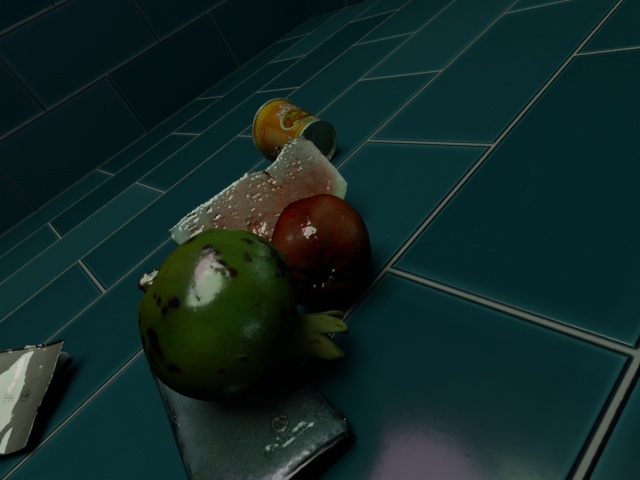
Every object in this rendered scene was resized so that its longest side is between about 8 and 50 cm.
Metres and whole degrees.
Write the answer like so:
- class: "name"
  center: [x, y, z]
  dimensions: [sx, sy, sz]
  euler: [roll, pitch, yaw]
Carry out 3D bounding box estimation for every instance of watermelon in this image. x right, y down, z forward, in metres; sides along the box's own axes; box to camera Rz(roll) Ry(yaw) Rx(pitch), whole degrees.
- class: "watermelon"
  center: [-0.111, -0.048, 0.787]
  dimensions: [0.305, 0.180, 0.224]
  euler: [-37, 31, -15]

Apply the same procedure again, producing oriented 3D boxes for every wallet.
- class: "wallet"
  center: [-0.127, 0.204, 0.588]
  dimensions: [0.190, 0.046, 0.379]
  euler: [-37, 32, -16]

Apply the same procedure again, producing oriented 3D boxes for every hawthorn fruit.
- class: "hawthorn fruit"
  center: [0.000, 0.000, 0.659]
  dimensions: [0.156, 0.157, 0.194]
  euler: [-17, 41, 19]

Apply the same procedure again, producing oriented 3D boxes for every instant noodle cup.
- class: "instant noodle cup"
  center: [-0.059, -0.259, 1.069]
  dimensions: [0.168, 0.168, 0.185]
  euler: [-40, 42, -15]

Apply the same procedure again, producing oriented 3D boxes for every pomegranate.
- class: "pomegranate"
  center: [-0.094, 0.098, 0.524]
  dimensions: [0.211, 0.263, 0.211]
  euler: [-158, 90, -77]

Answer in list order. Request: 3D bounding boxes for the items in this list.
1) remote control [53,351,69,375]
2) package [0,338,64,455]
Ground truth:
- class: "remote control"
  center: [-0.654, 0.277, 0.899]
  dimensions: [0.293, 0.051, 0.103]
  euler: [-8, 39, 29]
- class: "package"
  center: [-0.603, 0.297, 0.784]
  dimensions: [0.250, 0.062, 0.204]
  euler: [-12, 52, 9]
